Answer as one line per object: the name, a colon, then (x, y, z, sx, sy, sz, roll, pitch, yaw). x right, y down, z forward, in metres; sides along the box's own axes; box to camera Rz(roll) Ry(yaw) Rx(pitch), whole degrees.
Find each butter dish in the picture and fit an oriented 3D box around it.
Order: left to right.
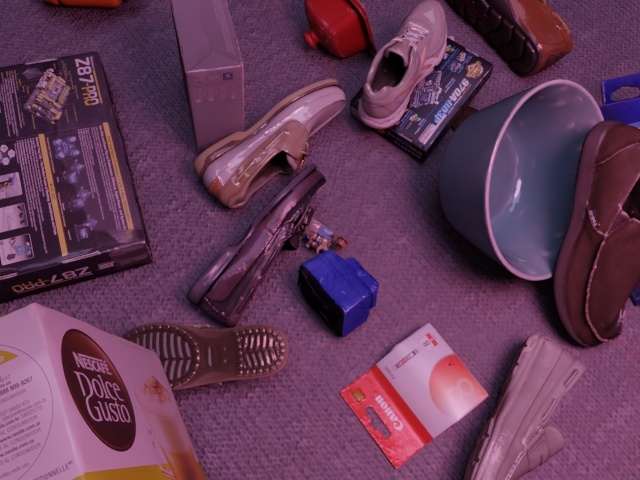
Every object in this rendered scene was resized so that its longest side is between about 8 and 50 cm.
butter dish: (0.020, -0.419, 1.185, 0.118, 0.160, 0.160, -37, 72, 4)

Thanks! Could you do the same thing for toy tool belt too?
toy tool belt: (0.000, 0.000, 1.034, 0.083, 0.052, 0.051, 37, 98, 14)

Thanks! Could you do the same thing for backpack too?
backpack: (0.026, 0.076, 0.974, 0.101, 0.098, 0.120, -32, 59, -28)

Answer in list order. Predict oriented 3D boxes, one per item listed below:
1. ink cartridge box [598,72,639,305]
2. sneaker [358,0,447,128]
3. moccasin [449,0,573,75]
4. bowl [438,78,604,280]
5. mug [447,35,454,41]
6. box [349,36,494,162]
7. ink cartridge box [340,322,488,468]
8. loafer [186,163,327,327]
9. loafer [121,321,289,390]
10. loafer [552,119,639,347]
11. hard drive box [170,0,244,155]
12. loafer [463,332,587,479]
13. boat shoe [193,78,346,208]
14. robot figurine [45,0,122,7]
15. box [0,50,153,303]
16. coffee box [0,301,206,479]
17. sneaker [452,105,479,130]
ink cartridge box: (0.613, -0.113, 1.096, 0.270, 0.151, 0.395, -14, 66, -12)
sneaker: (0.152, -0.326, 1.072, 0.099, 0.121, 0.262, 25, 78, 12)
moccasin: (0.372, -0.516, 1.257, 0.147, 0.139, 0.380, -32, 73, -19)
bowl: (0.315, -0.103, 1.006, 0.311, 0.163, 0.311, -8, 105, -33)
mug: (0.231, -0.372, 1.217, 0.064, 0.062, 0.078, 1, 33, 3)
box: (0.188, -0.283, 1.147, 0.175, 0.051, 0.220, 35, 80, 13)
ink cartridge box: (0.143, 0.233, 0.941, 0.179, 0.045, 0.145, -32, 72, -21)
loafer: (-0.083, 0.008, 0.996, 0.095, 0.109, 0.302, 42, 75, -1)
loafer: (-0.171, 0.175, 0.910, 0.268, 0.092, 0.102, -1, 74, 11)
loafer: (0.461, -0.001, 0.950, 0.134, 0.130, 0.366, -6, 103, -34)
hard drive box: (-0.188, -0.283, 1.037, 0.089, 0.232, 0.181, -11, 66, -10)
loafer: (0.299, 0.284, 0.897, 0.111, 0.112, 0.319, 27, 65, 16)
boat shoe: (-0.068, -0.165, 1.070, 0.302, 0.113, 0.103, -36, 75, -9)
robot figurine: (-0.459, -0.515, 1.174, 0.219, 0.128, 0.158, 0, 76, -7)
box: (-0.478, -0.110, 1.002, 0.318, 0.097, 0.395, -17, 68, -11)
coffee box: (-0.330, 0.309, 0.660, 0.338, 0.337, 0.334, -26, 71, -3)
sneaker: (0.328, -0.208, 1.147, 0.188, 0.071, 0.066, 38, 67, 11)
